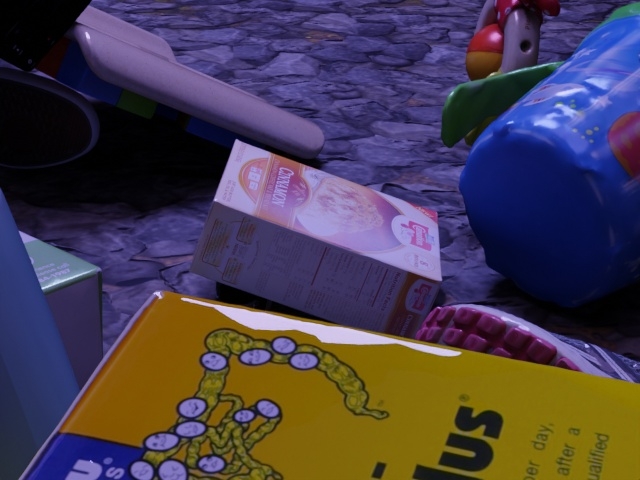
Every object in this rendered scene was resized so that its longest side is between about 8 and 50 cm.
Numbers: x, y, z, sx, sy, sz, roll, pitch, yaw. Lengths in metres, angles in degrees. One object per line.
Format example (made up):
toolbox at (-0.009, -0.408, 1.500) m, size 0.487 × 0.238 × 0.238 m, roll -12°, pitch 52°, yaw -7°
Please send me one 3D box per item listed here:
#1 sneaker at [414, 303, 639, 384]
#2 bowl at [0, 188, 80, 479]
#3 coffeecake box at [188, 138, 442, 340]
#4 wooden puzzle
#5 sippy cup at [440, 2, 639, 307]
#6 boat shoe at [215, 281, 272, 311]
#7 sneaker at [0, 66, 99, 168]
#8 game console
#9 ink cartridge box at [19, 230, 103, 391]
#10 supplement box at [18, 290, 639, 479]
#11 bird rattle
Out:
sneaker at (0.182, 0.128, 0.752) m, size 0.299 × 0.121 × 0.112 m, roll 25°, pitch 18°, yaw 29°
bowl at (-0.217, 0.130, 0.552) m, size 0.311 × 0.163 × 0.311 m, roll -33°, pitch 21°, yaw 14°
coffeecake box at (0.000, 0.000, 1.005) m, size 0.185 × 0.068 × 0.142 m, roll 20°, pitch 23°, yaw -5°
wooden puzzle at (-0.208, -0.182, 1.341) m, size 0.322 × 0.081 × 0.348 m, roll 18°, pitch 12°, yaw -44°
sippy cup at (0.248, -0.061, 1.062) m, size 0.224 × 0.240 × 0.305 m, roll -29°, pitch 6°, yaw -33°
boat shoe at (-0.062, 0.041, 1.003) m, size 0.049 × 0.040 × 0.142 m, roll 0°, pitch 24°, yaw -3°
sneaker at (-0.357, -0.151, 1.333) m, size 0.290 × 0.106 × 0.123 m, roll 7°, pitch 27°, yaw 16°
game console at (-0.365, -0.157, 1.169) m, size 0.213 × 0.044 × 0.361 m, roll 27°, pitch 76°, yaw 45°
ink cartridge box at (-0.342, 0.048, 0.868) m, size 0.353 × 0.119 × 0.207 m, roll 21°, pitch 30°, yaw 36°
supplement box at (0.067, 0.178, 0.463) m, size 0.356 × 0.194 × 0.195 m, roll 10°, pitch 40°, yaw 17°
bird rattle at (0.203, -0.214, 1.381) m, size 0.143 × 0.254 × 0.207 m, roll -3°, pitch 0°, yaw -13°
